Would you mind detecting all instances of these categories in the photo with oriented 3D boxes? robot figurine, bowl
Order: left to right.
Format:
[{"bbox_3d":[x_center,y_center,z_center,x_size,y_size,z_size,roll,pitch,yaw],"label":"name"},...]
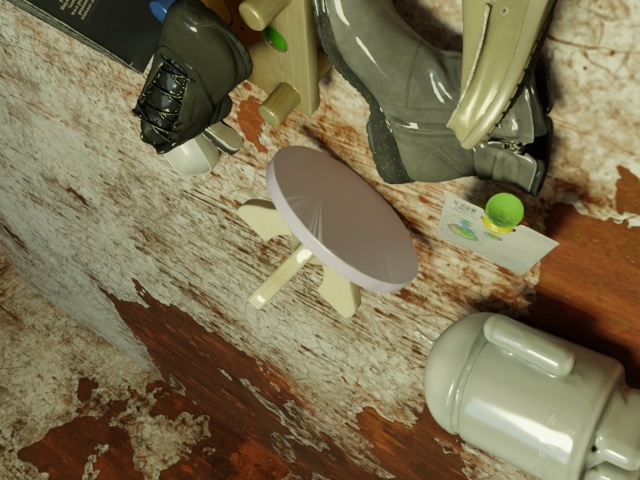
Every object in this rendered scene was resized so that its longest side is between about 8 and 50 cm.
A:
[{"bbox_3d":[-0.258,-0.195,1.235,0.142,0.053,0.142,1,131,49],"label":"bowl"},{"bbox_3d":[0.303,0.229,0.962,0.354,0.200,0.299,20,138,34],"label":"robot figurine"}]

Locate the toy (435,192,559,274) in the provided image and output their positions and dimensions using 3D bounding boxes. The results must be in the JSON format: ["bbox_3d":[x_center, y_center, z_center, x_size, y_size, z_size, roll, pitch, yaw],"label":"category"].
[{"bbox_3d":[0.227,-0.019,0.844,0.137,0.056,0.237,25,176,11],"label":"toy"}]

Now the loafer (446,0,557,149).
[{"bbox_3d":[0.168,-0.216,0.597,0.092,0.102,0.268,25,118,15],"label":"loafer"}]

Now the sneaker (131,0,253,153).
[{"bbox_3d":[-0.166,-0.182,0.791,0.109,0.130,0.286,41,160,1],"label":"sneaker"}]

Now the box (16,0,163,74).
[{"bbox_3d":[-0.385,-0.405,0.875,0.296,0.182,0.294,31,-177,20],"label":"box"}]

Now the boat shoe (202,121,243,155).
[{"bbox_3d":[-0.195,-0.202,1.163,0.125,0.046,0.038,39,146,-9],"label":"boat shoe"}]

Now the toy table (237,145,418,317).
[{"bbox_3d":[0.000,0.000,1.015,0.274,0.252,0.161,52,135,8],"label":"toy table"}]

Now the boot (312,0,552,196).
[{"bbox_3d":[0.141,-0.199,0.729,0.223,0.118,0.338,6,141,37],"label":"boot"}]

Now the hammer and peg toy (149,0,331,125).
[{"bbox_3d":[-0.116,-0.322,0.778,0.266,0.127,0.361,33,161,17],"label":"hammer and peg toy"}]
